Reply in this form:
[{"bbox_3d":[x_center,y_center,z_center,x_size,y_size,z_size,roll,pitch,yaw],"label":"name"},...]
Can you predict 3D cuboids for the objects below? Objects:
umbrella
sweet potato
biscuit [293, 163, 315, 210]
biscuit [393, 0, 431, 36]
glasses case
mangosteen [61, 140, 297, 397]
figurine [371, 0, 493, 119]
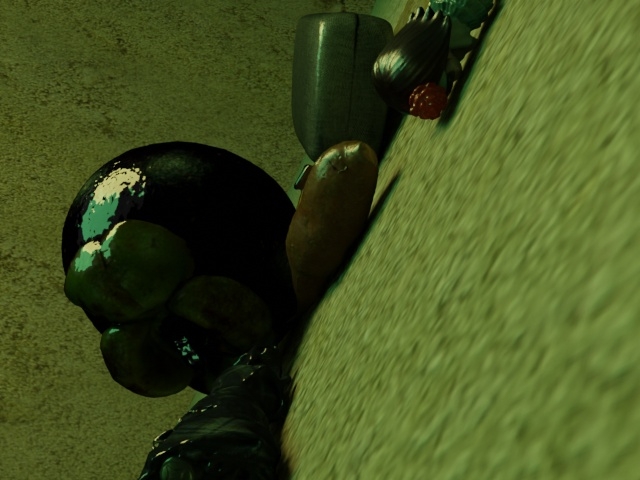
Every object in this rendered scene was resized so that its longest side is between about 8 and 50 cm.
[{"bbox_3d":[-0.057,0.121,0.555,0.224,0.080,0.072,-69,-30,-80],"label":"umbrella"},{"bbox_3d":[0.000,0.000,0.640,0.195,0.056,0.056,112,179,-46],"label":"sweet potato"},{"bbox_3d":[-0.012,-0.050,1.088,0.203,0.041,0.260,-84,19,-66],"label":"biscuit"},{"bbox_3d":[0.105,-0.239,0.821,0.220,0.033,0.220,-155,90,-85],"label":"biscuit"},{"bbox_3d":[0.013,-0.158,0.850,0.323,0.074,0.131,-108,24,-75],"label":"glasses case"},{"bbox_3d":[-0.117,0.026,0.749,0.243,0.242,0.243,-63,5,10],"label":"mangosteen"},{"bbox_3d":[0.074,-0.120,0.512,0.060,0.047,0.106,27,83,49],"label":"figurine"}]
